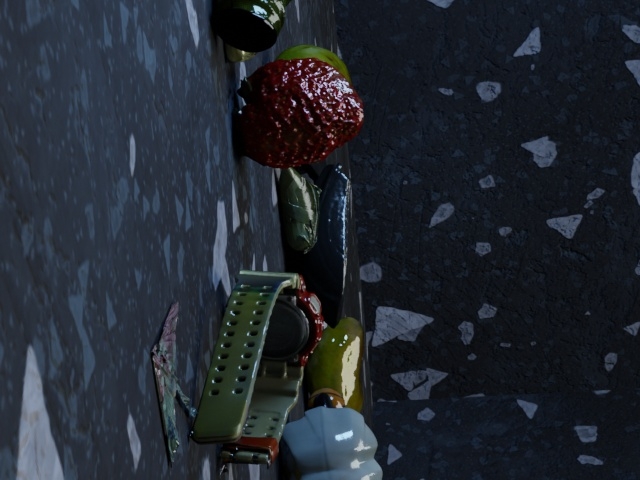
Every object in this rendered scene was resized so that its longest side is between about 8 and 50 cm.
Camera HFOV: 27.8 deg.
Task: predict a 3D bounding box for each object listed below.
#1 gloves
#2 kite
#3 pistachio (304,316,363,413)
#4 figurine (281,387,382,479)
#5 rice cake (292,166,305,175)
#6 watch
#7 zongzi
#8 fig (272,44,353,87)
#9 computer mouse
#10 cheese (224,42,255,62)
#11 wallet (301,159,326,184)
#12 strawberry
[{"bbox_3d":[-0.060,-0.320,1.425,0.107,0.135,0.268,-42,-148,38],"label":"gloves"},{"bbox_3d":[-0.116,0.113,1.033,0.157,0.011,0.139,77,13,-63],"label":"kite"},{"bbox_3d":[0.019,0.218,2.117,0.110,0.100,0.189,13,82,-62],"label":"pistachio"},{"bbox_3d":[0.015,0.295,1.778,0.236,0.133,0.176,46,32,-87],"label":"figurine"},{"bbox_3d":[-0.025,-0.154,2.201,0.211,0.034,0.043,-77,154,-73],"label":"rice cake"},{"bbox_3d":[-0.065,0.137,1.228,0.268,0.102,0.165,-75,165,-50],"label":"watch"},{"bbox_3d":[-0.038,-0.045,1.884,0.119,0.055,0.109,45,43,-66],"label":"zongzi"},{"bbox_3d":[-0.014,-0.212,1.839,0.153,0.120,0.136,-88,177,-55],"label":"fig"},{"bbox_3d":[0.000,0.000,1.983,0.147,0.088,0.264,112,-14,-67],"label":"computer mouse"},{"bbox_3d":[-0.091,-0.225,1.468,0.044,0.030,0.083,65,12,-6],"label":"cheese"},{"bbox_3d":[-0.026,-0.173,2.031,0.244,0.025,0.124,54,28,-62],"label":"wallet"},{"bbox_3d":[-0.024,-0.147,1.487,0.131,0.148,0.131,-3,90,-87],"label":"strawberry"}]
